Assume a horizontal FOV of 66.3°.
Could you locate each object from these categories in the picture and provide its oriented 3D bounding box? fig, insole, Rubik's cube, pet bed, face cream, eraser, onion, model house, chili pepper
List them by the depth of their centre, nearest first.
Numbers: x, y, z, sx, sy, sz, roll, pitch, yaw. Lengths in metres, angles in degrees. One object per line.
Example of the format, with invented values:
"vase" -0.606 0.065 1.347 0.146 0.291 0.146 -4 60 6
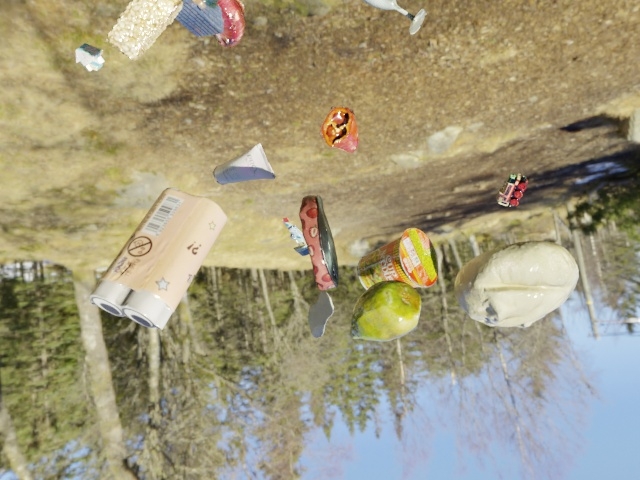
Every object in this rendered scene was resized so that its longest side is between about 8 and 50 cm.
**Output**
"pet bed" 0.000 0.000 1.005 0.053 0.202 0.201 -10 174 6
"eraser" -0.338 0.028 1.033 0.171 0.291 0.087 16 147 13
"insole" -0.002 0.160 1.049 0.004 0.065 0.197 -18 155 -23
"chili pepper" 0.056 -0.230 1.099 0.064 0.088 0.169 33 -177 17
"model house" -0.276 -0.587 1.153 0.183 0.172 0.166 -48 151 10
"face cream" -0.201 -0.188 1.282 0.058 0.092 0.243 -35 -161 -33
"fig" 0.161 0.195 1.353 0.233 0.167 0.167 -14 172 25
"Rubik's cube" -0.741 -0.581 1.580 0.075 0.084 0.073 -52 172 -48
"onion" -0.310 -0.746 1.633 0.147 0.184 0.184 -38 -177 -15

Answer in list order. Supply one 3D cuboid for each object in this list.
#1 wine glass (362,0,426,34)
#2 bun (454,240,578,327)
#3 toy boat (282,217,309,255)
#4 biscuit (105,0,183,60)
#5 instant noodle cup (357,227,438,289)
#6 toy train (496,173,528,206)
"wine glass" 0.159 -0.576 1.184 0.066 0.198 0.066 -44 162 -18
"bun" 0.584 0.146 1.467 0.364 0.220 0.365 -9 159 -3
"toy boat" -0.066 -0.012 1.620 0.105 0.150 0.034 8 -146 40
"biscuit" -0.350 -0.440 0.981 0.082 0.168 0.070 37 -175 -24
"instant noodle cup" 0.236 0.081 1.563 0.193 0.193 0.212 -2 165 -43
"toy train" 0.726 -0.193 1.856 0.086 0.138 0.050 21 -140 13
